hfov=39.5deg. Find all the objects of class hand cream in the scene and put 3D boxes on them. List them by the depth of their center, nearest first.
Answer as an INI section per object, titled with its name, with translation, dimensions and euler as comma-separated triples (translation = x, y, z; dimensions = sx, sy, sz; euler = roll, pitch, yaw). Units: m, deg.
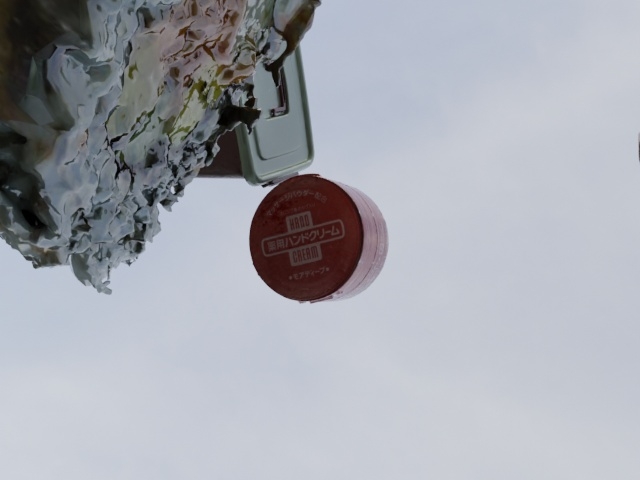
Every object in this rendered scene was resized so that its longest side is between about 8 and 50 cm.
[hand cream]
translation = 0.000, 0.000, 1.350
dimensions = 0.193, 0.125, 0.193
euler = -2, -96, 22

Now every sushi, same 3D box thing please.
[sushi]
translation = -0.159, -0.163, 0.708
dimensions = 0.176, 0.417, 0.417
euler = 27, -77, 16

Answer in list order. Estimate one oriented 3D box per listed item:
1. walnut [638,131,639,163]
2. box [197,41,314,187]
[walnut]
translation = 0.558, -0.143, 1.281
dimensions = 0.203, 0.203, 0.298
euler = -4, -125, 32
[box]
translation = -0.136, -0.232, 1.407
dimensions = 0.167, 0.193, 0.294
euler = 1, -75, 34
